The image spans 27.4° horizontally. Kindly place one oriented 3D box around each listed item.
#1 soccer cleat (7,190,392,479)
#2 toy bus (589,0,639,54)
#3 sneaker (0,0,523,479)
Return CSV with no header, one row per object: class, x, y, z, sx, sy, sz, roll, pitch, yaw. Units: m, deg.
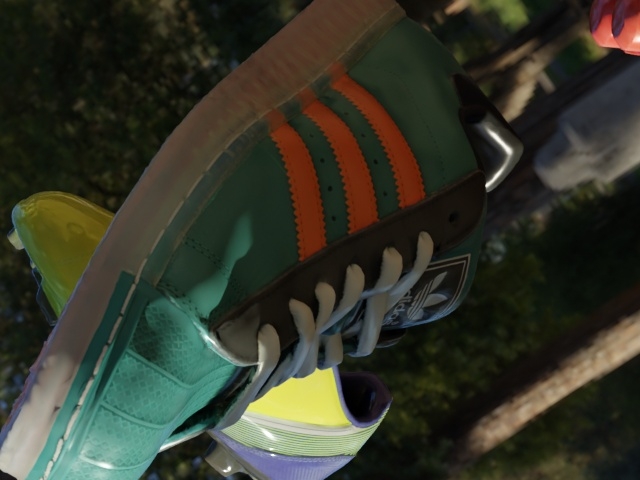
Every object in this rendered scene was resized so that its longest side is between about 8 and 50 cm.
soccer cleat,-0.059,0.046,0.742,0.289,0.121,0.093,48,-172,-43
toy bus,0.221,-0.104,0.578,0.220,0.211,0.149,-100,13,-79
sneaker,0.000,0.000,0.494,0.121,0.108,0.302,35,-138,1
